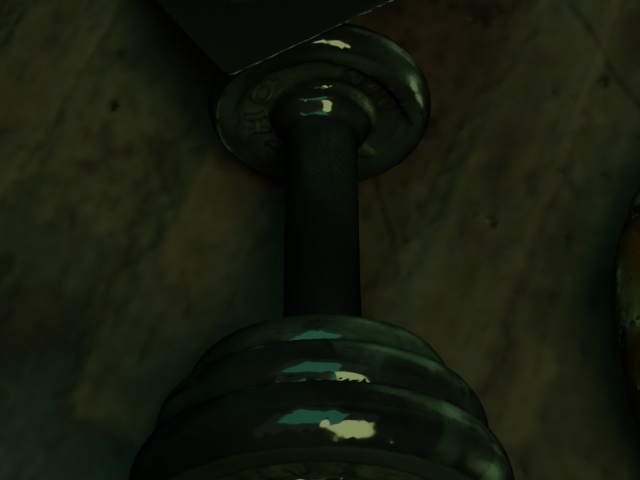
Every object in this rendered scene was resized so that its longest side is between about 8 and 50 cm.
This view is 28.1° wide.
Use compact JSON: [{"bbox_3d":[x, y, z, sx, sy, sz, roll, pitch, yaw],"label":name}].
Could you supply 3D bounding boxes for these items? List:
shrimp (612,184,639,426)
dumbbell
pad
[{"bbox_3d":[0.209,0.070,0.378,0.222,0.054,0.290,-4,58,3],"label":"shrimp"},{"bbox_3d":[0.000,0.000,0.414,0.110,0.110,0.255,-3,56,4],"label":"dumbbell"},{"bbox_3d":[-0.009,-0.120,0.481,0.127,0.004,0.190,-27,35,-10],"label":"pad"}]
